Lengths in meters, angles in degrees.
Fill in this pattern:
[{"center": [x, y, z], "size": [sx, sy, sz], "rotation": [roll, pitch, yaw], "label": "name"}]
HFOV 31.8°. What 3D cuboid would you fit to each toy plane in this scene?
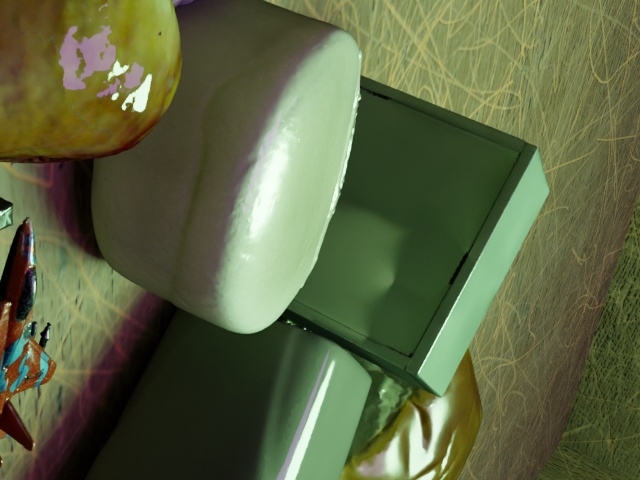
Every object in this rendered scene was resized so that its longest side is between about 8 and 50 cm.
[{"center": [-0.216, 0.066, 0.744], "size": [0.130, 0.061, 0.189], "rotation": [-23, 128, -57], "label": "toy plane"}]

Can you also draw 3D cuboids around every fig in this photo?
[{"center": [-0.161, -0.162, 0.571], "size": [0.159, 0.159, 0.257], "rotation": [-28, 118, -55], "label": "fig"}]

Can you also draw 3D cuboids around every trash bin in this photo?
[{"center": [-0.083, 0.196, 0.984], "size": [0.250, 0.219, 0.219], "rotation": [-67, 159, -13], "label": "trash bin"}]

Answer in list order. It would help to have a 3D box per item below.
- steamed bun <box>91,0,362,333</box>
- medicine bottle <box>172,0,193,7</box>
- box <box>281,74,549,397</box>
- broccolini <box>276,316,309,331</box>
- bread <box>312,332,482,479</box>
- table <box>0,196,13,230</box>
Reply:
[{"center": [-0.071, -0.053, 0.820], "size": [0.164, 0.146, 0.242], "rotation": [-29, 138, -61], "label": "steamed bun"}, {"center": [-0.094, -0.188, 0.758], "size": [0.089, 0.052, 0.052], "rotation": [-46, 151, -37], "label": "medicine bottle"}, {"center": [0.057, -0.012, 1.036], "size": [0.225, 0.225, 0.117], "rotation": [-61, 157, -8], "label": "box"}, {"center": [-0.002, -0.001, 1.141], "size": [0.058, 0.067, 0.216], "rotation": [28, 82, -58], "label": "broccolini"}, {"center": [0.045, 0.202, 1.222], "size": [0.279, 0.225, 0.250], "rotation": [-48, 151, -25], "label": "bread"}, {"center": [-0.285, 0.107, 0.465], "size": [0.282, 0.196, 0.251], "rotation": [-38, 144, -48], "label": "table"}]
